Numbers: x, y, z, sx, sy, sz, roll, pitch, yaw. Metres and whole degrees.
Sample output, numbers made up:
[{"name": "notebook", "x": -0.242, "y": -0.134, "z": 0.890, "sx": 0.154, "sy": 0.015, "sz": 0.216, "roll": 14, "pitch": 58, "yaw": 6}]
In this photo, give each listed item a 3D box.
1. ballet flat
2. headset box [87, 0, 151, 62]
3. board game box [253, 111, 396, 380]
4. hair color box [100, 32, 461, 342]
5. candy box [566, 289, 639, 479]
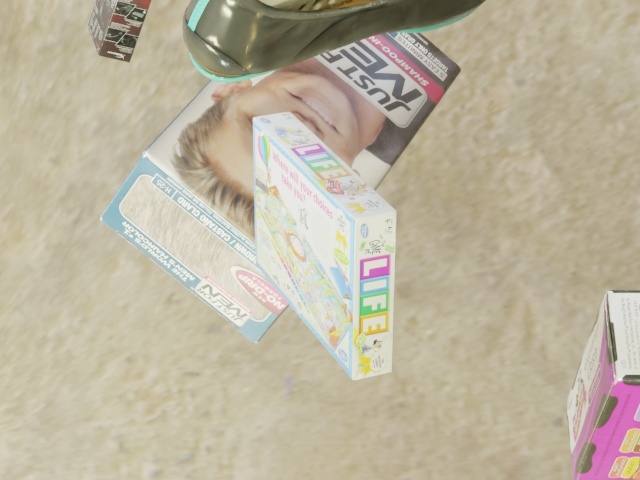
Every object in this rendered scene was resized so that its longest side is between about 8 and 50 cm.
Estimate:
[{"name": "ballet flat", "x": 0.030, "y": -0.187, "z": 1.214, "sx": 0.280, "sy": 0.096, "sz": 0.095, "roll": -25, "pitch": 55, "yaw": -34}, {"name": "headset box", "x": -0.176, "y": -0.210, "z": 1.533, "sx": 0.032, "sy": 0.062, "sz": 0.083, "roll": 12, "pitch": 117, "yaw": -25}, {"name": "board game box", "x": 0.000, "y": 0.000, "z": 1.017, "sx": 0.026, "sy": 0.154, "sz": 0.103, "roll": -11, "pitch": 119, "yaw": -20}, {"name": "hair color box", "x": -0.025, "y": -0.089, "z": 1.526, "sx": 0.174, "sy": 0.105, "sz": 0.347, "roll": 38, "pitch": 46, "yaw": -3}, {"name": "candy box", "x": 0.290, "y": 0.099, "z": 1.129, "sx": 0.233, "sy": 0.159, "sz": 0.071, "roll": 1, "pitch": 59, "yaw": -2}]
